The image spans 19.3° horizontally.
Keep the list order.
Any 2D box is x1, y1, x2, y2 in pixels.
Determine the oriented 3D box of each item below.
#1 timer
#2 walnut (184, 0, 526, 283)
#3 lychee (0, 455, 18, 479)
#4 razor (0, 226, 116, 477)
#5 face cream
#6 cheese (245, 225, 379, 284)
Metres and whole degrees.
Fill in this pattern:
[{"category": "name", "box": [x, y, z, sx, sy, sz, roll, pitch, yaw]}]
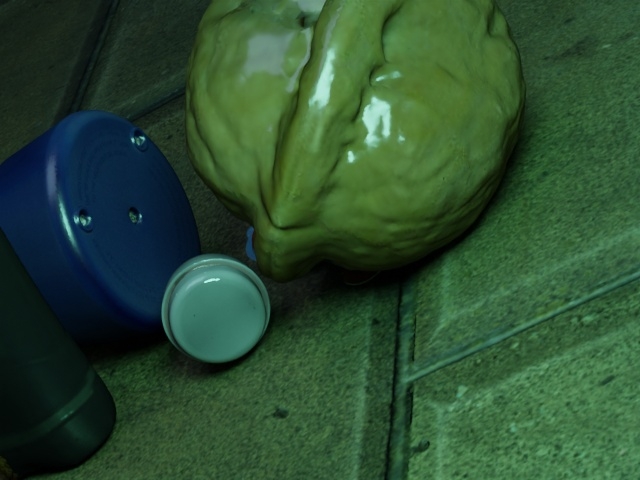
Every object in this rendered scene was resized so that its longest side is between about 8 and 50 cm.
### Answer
[{"category": "timer", "box": [-0.363, 0.034, 2.221, 0.383, 0.270, 0.270, -22, 28, 27]}, {"category": "walnut", "box": [0.038, -0.144, 1.960, 0.383, 0.384, 0.383, -29, 26, 15]}, {"category": "lychee", "box": [-0.427, 0.298, 1.892, 0.267, 0.267, 0.267, -29, 26, 15]}, {"category": "razor", "box": [-0.375, 0.099, 2.053, 0.204, 0.349, 0.113, -20, 18, 35]}, {"category": "face cream", "box": [-0.114, 0.071, 2.029, 0.117, 0.117, 0.104, -35, 17, 2]}, {"category": "cheese", "box": [0.000, 0.000, 2.099, 0.106, 0.037, 0.256, -45, 32, -21]}]
